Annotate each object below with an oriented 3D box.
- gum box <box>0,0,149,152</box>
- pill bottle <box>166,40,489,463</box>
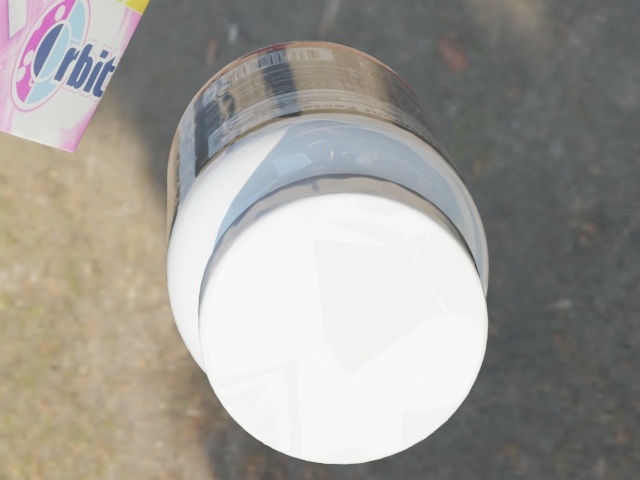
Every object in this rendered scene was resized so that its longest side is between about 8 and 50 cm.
[{"bbox_3d":[-0.163,-0.116,0.967,0.062,0.188,0.107,28,93,14],"label":"gum box"},{"bbox_3d":[0.000,0.000,1.265,0.363,0.210,0.210,-102,32,-71],"label":"pill bottle"}]
